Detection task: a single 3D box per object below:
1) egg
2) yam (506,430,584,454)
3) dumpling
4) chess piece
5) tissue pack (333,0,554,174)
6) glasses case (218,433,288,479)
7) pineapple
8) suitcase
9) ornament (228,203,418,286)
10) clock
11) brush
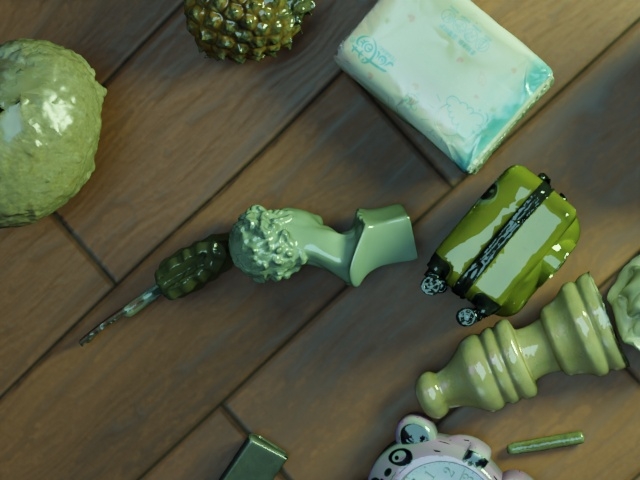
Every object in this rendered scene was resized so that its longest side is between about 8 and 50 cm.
[{"bbox_3d":[-0.461,-0.155,1.713,0.310,0.279,0.279,-42,85,7],"label":"egg"},{"bbox_3d":[0.336,0.304,1.709,0.116,0.021,0.021,-11,90,9],"label":"yam"},{"bbox_3d":[0.480,0.096,1.630,0.127,0.108,0.188,-23,61,5],"label":"dumpling"},{"bbox_3d":[0.280,0.171,1.674,0.307,0.124,0.138,-24,131,13],"label":"chess piece"},{"bbox_3d":[0.182,-0.252,1.668,0.271,0.124,0.201,41,94,7],"label":"tissue pack"},{"bbox_3d":[-0.130,0.394,1.782,0.072,0.042,0.190,34,97,0],"label":"glasses case"},{"bbox_3d":[-0.099,-0.341,1.692,0.193,0.166,0.166,-1,92,23],"label":"pineapple"},{"bbox_3d":[0.265,0.015,1.624,0.143,0.194,0.235,42,96,12],"label":"suitcase"},{"bbox_3d":[0.003,0.008,1.703,0.285,0.130,0.120,2,105,9],"label":"ornament"},{"bbox_3d":[0.182,0.396,1.707,0.248,0.090,0.227,36,97,8],"label":"clock"},{"bbox_3d":[-0.260,0.079,1.779,0.301,0.084,0.071,-33,88,15],"label":"brush"}]
